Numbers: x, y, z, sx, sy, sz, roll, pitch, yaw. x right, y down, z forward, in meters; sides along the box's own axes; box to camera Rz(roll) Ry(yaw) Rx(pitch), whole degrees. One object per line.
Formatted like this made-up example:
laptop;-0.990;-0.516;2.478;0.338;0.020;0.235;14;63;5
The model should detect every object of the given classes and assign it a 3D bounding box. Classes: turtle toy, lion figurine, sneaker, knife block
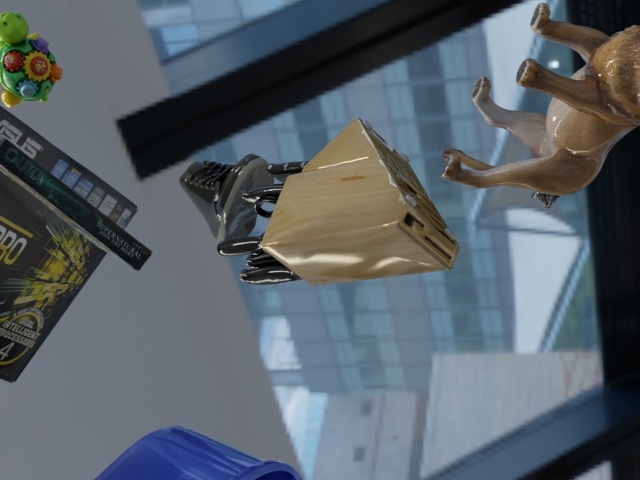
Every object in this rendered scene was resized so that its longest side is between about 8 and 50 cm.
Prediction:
turtle toy;-0.397;-0.244;1.586;0.095;0.066;0.130;-39;-66;-32
lion figurine;0.314;-0.142;1.402;0.392;0.240;0.142;133;154;-66
sneaker;-0.139;-0.078;1.619;0.083;0.118;0.222;-35;-12;-27
knife block;0.000;0.000;1.265;0.088;0.242;0.275;37;-164;-32

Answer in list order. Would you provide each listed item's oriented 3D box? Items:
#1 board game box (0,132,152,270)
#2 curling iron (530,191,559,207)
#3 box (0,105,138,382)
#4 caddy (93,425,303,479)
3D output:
board game box;-0.262;-0.044;1.175;0.186;0.126;0.026;42;-100;-30
curling iron;0.351;-0.155;1.688;0.068;0.035;0.274;115;179;-59
box;-0.442;0.003;1.555;0.318;0.097;0.395;-57;-25;-6
caddy;-0.142;0.343;1.137;0.341;0.179;0.241;-42;-40;-39
